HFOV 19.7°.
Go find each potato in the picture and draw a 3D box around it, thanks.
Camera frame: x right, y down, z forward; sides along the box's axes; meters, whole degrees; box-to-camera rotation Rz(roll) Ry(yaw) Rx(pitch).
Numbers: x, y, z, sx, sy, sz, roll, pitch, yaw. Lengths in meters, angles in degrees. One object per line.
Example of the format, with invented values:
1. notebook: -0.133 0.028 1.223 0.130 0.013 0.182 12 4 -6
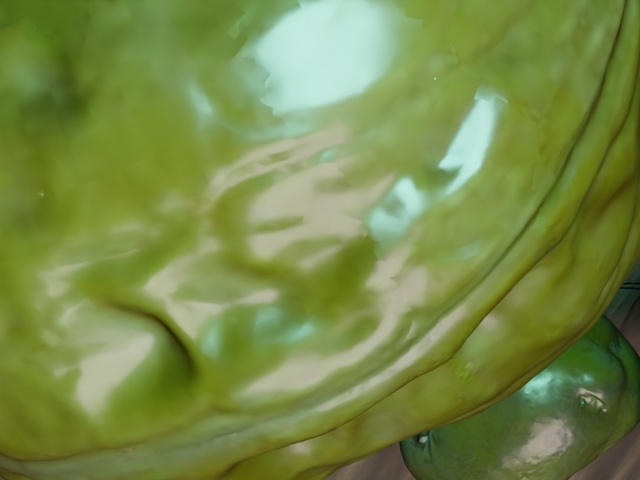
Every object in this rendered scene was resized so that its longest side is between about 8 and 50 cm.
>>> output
1. potato: 0.157 0.130 1.458 0.200 0.137 0.154 -37 176 35

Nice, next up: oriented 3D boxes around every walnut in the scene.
1. walnut: -0.037 -0.047 0.825 0.398 0.308 0.354 -29 147 22
